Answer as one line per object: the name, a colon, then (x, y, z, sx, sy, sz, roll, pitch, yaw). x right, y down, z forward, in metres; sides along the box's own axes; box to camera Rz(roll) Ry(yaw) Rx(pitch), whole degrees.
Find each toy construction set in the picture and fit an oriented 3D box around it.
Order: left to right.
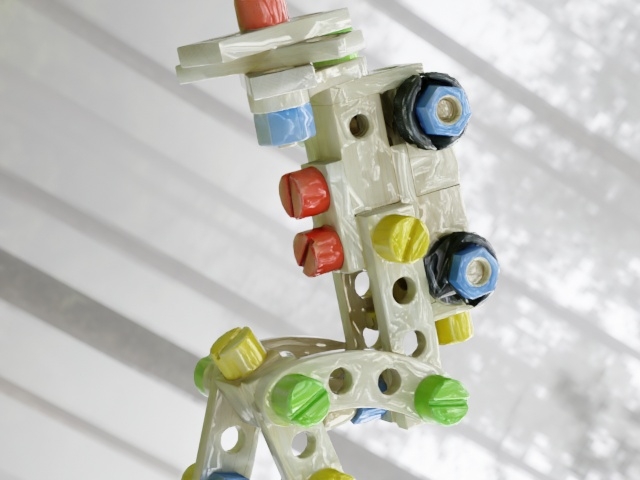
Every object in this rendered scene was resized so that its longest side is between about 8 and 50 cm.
toy construction set: (0.000, 0.000, 0.986, 0.151, 0.215, 0.327, 31, -48, 54)
